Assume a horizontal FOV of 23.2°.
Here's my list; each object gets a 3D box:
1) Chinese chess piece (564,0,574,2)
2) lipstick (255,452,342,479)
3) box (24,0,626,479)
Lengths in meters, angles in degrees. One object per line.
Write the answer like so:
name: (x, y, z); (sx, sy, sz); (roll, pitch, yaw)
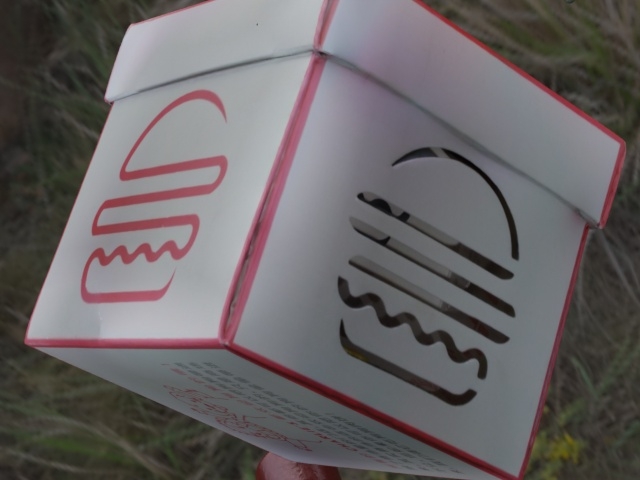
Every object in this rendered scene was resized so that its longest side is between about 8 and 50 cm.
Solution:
Chinese chess piece: (0.068, -0.203, 0.703); (0.238, 0.092, 0.238); (10, 37, -7)
lipstick: (0.009, 0.282, 1.374); (0.080, 0.080, 0.241); (-30, 44, 5)
box: (0.000, 0.000, 1.232); (0.312, 0.314, 0.300); (-6, 61, 53)
